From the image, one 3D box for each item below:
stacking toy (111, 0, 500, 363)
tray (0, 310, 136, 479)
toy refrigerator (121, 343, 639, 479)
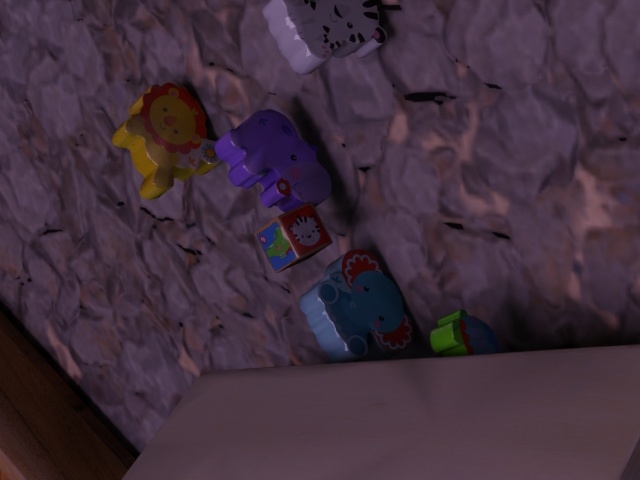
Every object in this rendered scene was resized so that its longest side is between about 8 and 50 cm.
[{"bbox_3d":[0.000,0.000,0.841,0.167,0.052,0.221,-32,84,52],"label":"stacking toy"},{"bbox_3d":[-0.229,0.241,1.187,0.203,0.076,0.411,43,134,28],"label":"tray"},{"bbox_3d":[0.044,0.116,0.757,0.269,0.094,0.102,-7,126,42],"label":"toy refrigerator"}]
